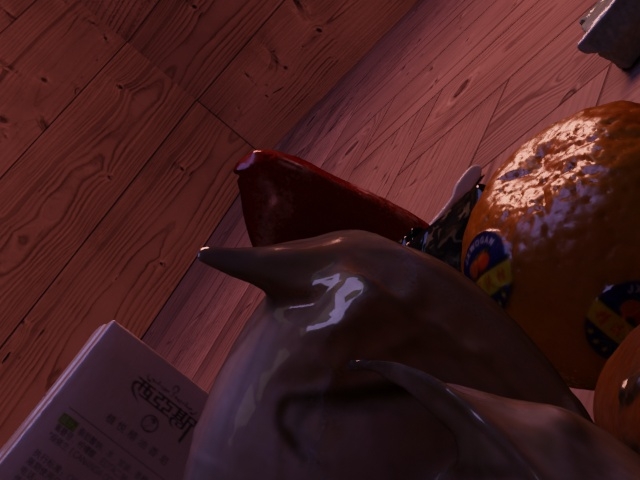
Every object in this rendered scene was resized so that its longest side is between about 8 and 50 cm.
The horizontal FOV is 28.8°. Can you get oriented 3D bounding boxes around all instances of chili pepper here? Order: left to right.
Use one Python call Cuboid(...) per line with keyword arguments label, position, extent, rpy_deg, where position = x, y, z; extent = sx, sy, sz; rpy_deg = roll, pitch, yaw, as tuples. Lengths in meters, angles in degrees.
Cuboid(label="chili pepper", position=(0.000, 0.000, 1.271), extent=(0.144, 0.253, 0.136), rpy_deg=(-32, 38, 40))

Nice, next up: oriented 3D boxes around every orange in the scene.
Cuboid(label="orange", position=(0.171, 0.006, 0.737), extent=(0.177, 0.155, 0.177), rpy_deg=(-49, 17, 21))

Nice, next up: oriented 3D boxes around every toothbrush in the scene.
Cuboid(label="toothbrush", position=(0.093, 0.027, 1.398), extent=(0.286, 0.020, 0.025), rpy_deg=(-51, 1, -10))

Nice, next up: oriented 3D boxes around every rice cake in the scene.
Cuboid(label="rice cake", position=(0.338, -0.255, 1.222), extent=(0.206, 0.069, 0.063), rpy_deg=(-50, 12, 14))

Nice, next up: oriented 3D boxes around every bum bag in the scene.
Cuboid(label="bum bag", position=(0.105, 0.029, 1.143), extent=(0.069, 0.102, 0.248), rpy_deg=(-15, -10, -33))

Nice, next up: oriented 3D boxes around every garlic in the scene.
Cuboid(label="garlic", position=(0.040, 0.166, 0.433), extent=(0.286, 0.249, 0.313), rpy_deg=(16, -90, -87))

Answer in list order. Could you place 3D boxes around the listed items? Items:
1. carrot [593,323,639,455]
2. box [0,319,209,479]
Cuboid(label="carrot", position=(0.189, 0.087, 0.454), extent=(0.138, 0.139, 0.302), rpy_deg=(-51, 2, -6))
Cuboid(label="box", position=(-0.128, 0.217, 0.975), extent=(0.194, 0.260, 0.111), rpy_deg=(-52, 6, -17))
